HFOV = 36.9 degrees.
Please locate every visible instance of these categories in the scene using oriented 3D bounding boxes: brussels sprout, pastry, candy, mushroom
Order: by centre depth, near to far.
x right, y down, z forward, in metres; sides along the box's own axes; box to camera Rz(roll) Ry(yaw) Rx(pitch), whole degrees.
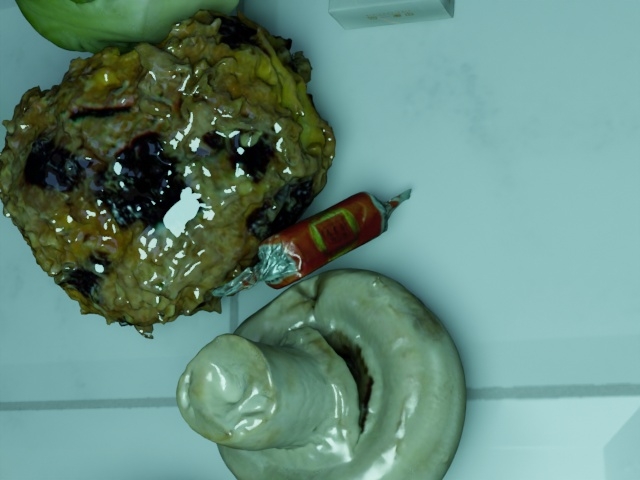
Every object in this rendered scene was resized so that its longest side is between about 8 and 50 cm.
[{"bbox_3d":[-0.004,0.154,0.994,0.292,0.290,0.293,-10,67,24],"label":"mushroom"},{"bbox_3d":[0.000,-0.001,1.068,0.086,0.292,0.059,-30,89,50],"label":"candy"},{"bbox_3d":[-0.181,-0.071,1.131,0.405,0.292,0.337,-21,81,9],"label":"pastry"},{"bbox_3d":[-0.249,-0.380,1.220,0.289,0.281,0.354,-31,54,-21],"label":"brussels sprout"}]

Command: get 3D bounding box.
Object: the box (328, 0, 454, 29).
[{"bbox_3d":[0.094,-0.391,1.203,0.149,0.067,0.233,0,79,22],"label":"box"}]
